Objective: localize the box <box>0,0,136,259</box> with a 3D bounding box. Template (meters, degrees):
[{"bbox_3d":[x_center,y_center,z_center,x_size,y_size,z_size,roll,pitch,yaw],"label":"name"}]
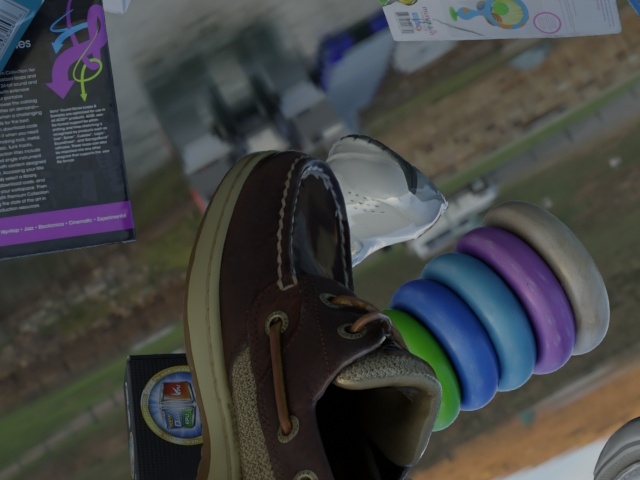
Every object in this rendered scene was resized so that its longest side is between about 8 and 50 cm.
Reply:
[{"bbox_3d":[-0.184,-0.072,1.017,0.116,0.162,0.029,-8,-174,-8],"label":"box"}]

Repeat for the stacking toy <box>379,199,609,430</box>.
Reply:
[{"bbox_3d":[0.063,0.103,1.263,0.330,0.141,0.141,-32,179,-21],"label":"stacking toy"}]

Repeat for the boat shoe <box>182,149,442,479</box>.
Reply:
[{"bbox_3d":[0.007,0.087,0.817,0.123,0.123,0.342,-17,-134,22],"label":"boat shoe"}]

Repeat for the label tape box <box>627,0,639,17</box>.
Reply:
[{"bbox_3d":[0.437,-0.159,1.515,0.106,0.334,0.240,-35,173,37],"label":"label tape box"}]

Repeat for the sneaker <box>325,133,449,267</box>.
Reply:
[{"bbox_3d":[0.000,0.000,1.367,0.297,0.111,0.129,-20,-146,58],"label":"sneaker"}]

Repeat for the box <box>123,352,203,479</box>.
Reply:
[{"bbox_3d":[-0.056,0.226,1.427,0.216,0.270,0.060,0,145,-13],"label":"box"}]

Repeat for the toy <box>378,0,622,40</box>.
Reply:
[{"bbox_3d":[0.168,-0.263,1.575,0.237,0.137,0.056,-2,-135,22],"label":"toy"}]

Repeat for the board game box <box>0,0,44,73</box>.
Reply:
[{"bbox_3d":[-0.367,-0.123,0.963,0.254,0.336,0.079,-59,162,3],"label":"board game box"}]

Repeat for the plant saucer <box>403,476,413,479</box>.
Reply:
[{"bbox_3d":[0.029,0.247,1.151,0.168,0.168,0.029,-28,-166,-33],"label":"plant saucer"}]

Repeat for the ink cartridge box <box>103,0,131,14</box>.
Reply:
[{"bbox_3d":[-0.194,-0.327,1.258,0.171,0.168,0.233,94,12,-50],"label":"ink cartridge box"}]

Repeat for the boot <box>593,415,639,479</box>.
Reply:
[{"bbox_3d":[0.212,0.245,1.129,0.123,0.095,0.258,-61,163,-45],"label":"boot"}]
